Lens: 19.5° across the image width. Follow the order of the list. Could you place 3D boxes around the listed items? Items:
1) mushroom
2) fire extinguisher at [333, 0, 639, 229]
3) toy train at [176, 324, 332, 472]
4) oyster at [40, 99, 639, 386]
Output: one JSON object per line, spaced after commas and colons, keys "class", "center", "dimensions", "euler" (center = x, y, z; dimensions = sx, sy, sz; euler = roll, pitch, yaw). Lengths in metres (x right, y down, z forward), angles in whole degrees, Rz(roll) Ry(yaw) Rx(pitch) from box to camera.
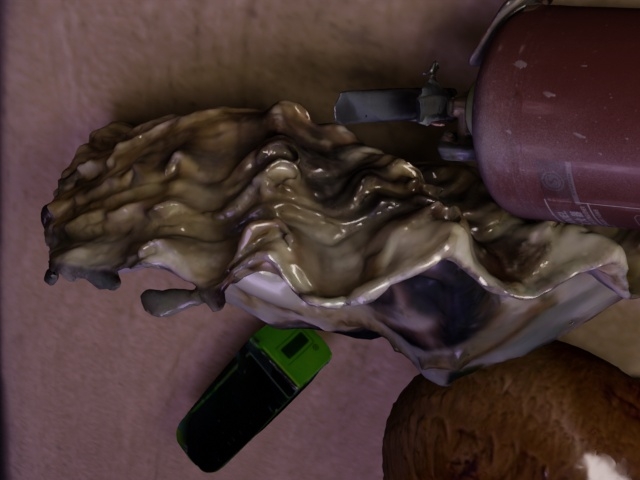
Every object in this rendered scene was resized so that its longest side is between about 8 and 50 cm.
{"class": "mushroom", "center": [0.148, 0.151, 1.046], "dimensions": [0.253, 0.153, 0.253], "euler": [26, 160, 10]}
{"class": "fire extinguisher", "center": [0.145, -0.049, 0.754], "dimensions": [0.269, 0.105, 0.105], "euler": [8, 147, 29]}
{"class": "toy train", "center": [-0.046, 0.101, 1.210], "dimensions": [0.044, 0.042, 0.209], "euler": [48, 152, 4]}
{"class": "oyster", "center": [0.000, -0.002, 0.917], "dimensions": [0.351, 0.115, 0.238], "euler": [13, 177, 42]}
